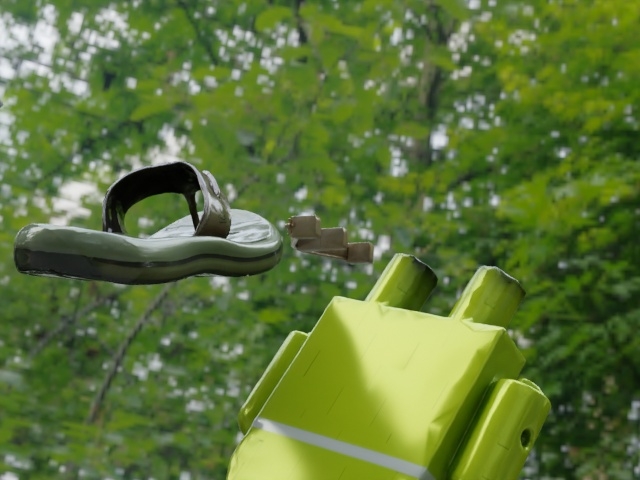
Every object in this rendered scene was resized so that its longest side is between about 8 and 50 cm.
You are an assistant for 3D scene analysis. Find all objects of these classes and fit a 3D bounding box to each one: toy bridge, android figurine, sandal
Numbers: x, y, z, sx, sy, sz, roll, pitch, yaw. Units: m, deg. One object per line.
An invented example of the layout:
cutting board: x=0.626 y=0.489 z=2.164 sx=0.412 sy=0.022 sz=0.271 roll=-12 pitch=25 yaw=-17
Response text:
toy bridge: x=0.000 y=0.000 z=1.442 sx=0.063 sy=0.026 sz=0.188 roll=-3 pitch=-11 yaw=23
android figurine: x=0.039 y=0.132 z=0.913 sx=0.248 sy=0.273 sz=0.056 roll=7 pitch=-34 yaw=42
sandal: x=-0.109 y=-0.015 z=0.905 sx=0.120 sy=0.086 sz=0.303 roll=-1 pitch=0 yaw=16

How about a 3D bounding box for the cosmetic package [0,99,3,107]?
cosmetic package: x=-0.460 y=-0.216 z=1.210 sx=0.197 sy=0.155 sz=0.365 roll=41 pitch=-14 yaw=12
